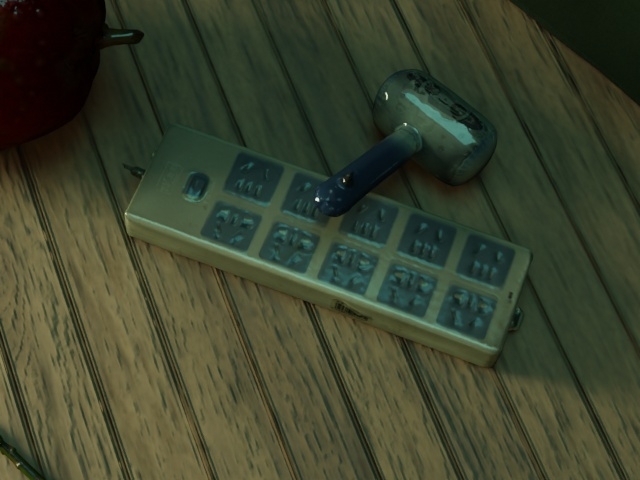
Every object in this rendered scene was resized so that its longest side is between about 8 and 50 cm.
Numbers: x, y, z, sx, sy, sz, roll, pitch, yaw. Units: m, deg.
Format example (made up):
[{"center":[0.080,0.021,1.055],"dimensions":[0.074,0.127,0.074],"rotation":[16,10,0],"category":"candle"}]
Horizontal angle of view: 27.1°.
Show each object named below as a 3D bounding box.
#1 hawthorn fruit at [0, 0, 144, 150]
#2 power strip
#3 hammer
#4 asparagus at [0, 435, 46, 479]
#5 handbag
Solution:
[{"center":[-0.274,-0.172,1.109],"dimensions":[0.250,0.215,0.215],"rotation":[5,64,-10],"category":"hawthorn fruit"},{"center":[0.000,0.000,1.126],"dimensions":[0.367,0.043,0.106],"rotation":[20,64,5],"category":"power strip"},{"center":[0.062,-0.071,1.126],"dimensions":[0.116,0.069,0.194],"rotation":[40,49,14],"category":"hammer"},{"center":[-0.221,0.188,1.035],"dimensions":[0.166,0.013,0.016],"rotation":[42,58,14],"category":"asparagus"},{"center":[0.252,-0.247,1.152],"dimensions":[0.260,0.247,0.079],"rotation":[39,74,12],"category":"handbag"}]
